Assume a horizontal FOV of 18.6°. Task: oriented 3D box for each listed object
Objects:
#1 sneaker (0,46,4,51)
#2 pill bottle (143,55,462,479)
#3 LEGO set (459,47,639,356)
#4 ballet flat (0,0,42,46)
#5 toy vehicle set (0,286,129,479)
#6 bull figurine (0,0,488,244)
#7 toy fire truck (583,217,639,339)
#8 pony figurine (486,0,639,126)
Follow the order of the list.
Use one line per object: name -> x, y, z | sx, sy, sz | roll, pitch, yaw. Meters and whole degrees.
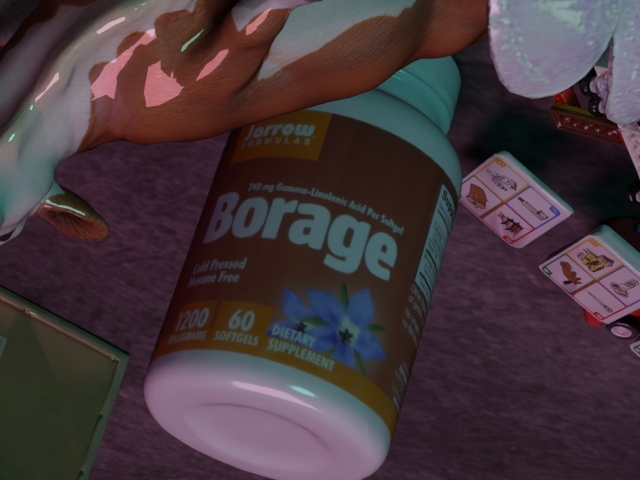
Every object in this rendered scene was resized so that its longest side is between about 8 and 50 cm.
sneaker -> -0.211, -0.144, 0.944 | 0.330, 0.129, 0.147 | 18, 165, 13
pill bottle -> 0.000, 0.000, 0.957 | 0.121, 0.216, 0.121 | 13, 154, 7
LEGO set -> 0.180, -0.013, 0.956 | 0.182, 0.060, 0.244 | 40, 159, -2
ballet flat -> -0.171, -0.120, 0.750 | 0.077, 0.079, 0.221 | 7, 154, 23
toy vehicle set -> -0.275, 0.100, 1.379 | 0.267, 0.166, 0.035 | 31, 150, -24
bull figurine -> -0.023, -0.095, 0.757 | 0.101, 0.310, 0.188 | 60, 149, 4
toy fire truck -> 0.230, 0.015, 1.035 | 0.192, 0.047, 0.135 | 11, 152, 17
pony figurine -> 0.154, -0.224, 0.353 | 0.303, 0.351, 0.363 | -16, -176, -44
